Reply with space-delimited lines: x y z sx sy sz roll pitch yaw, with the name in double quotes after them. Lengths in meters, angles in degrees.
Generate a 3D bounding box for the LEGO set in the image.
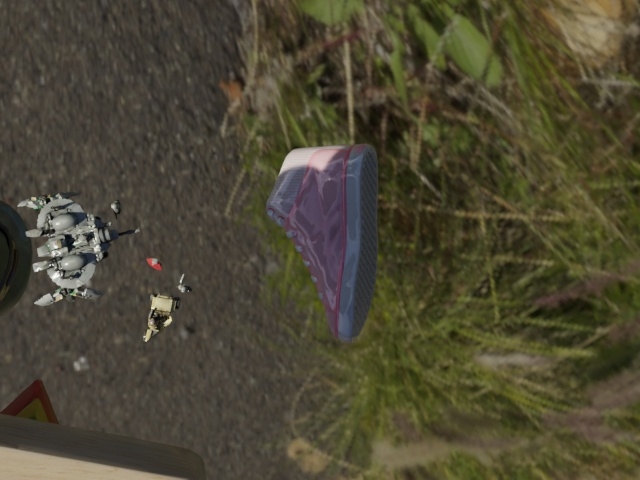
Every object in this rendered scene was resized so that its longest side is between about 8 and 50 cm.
-0.094 0.007 0.494 0.083 0.023 0.054 18 83 2 "LEGO set"

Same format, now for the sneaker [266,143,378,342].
0.000 0.000 0.791 0.070 0.051 0.134 5 104 18 "sneaker"

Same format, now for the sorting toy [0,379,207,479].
-0.208 0.159 0.526 0.257 0.089 0.256 14 115 -14 "sorting toy"

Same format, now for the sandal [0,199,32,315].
-0.341 0.026 1.149 0.086 0.303 0.120 -35 100 14 "sandal"
